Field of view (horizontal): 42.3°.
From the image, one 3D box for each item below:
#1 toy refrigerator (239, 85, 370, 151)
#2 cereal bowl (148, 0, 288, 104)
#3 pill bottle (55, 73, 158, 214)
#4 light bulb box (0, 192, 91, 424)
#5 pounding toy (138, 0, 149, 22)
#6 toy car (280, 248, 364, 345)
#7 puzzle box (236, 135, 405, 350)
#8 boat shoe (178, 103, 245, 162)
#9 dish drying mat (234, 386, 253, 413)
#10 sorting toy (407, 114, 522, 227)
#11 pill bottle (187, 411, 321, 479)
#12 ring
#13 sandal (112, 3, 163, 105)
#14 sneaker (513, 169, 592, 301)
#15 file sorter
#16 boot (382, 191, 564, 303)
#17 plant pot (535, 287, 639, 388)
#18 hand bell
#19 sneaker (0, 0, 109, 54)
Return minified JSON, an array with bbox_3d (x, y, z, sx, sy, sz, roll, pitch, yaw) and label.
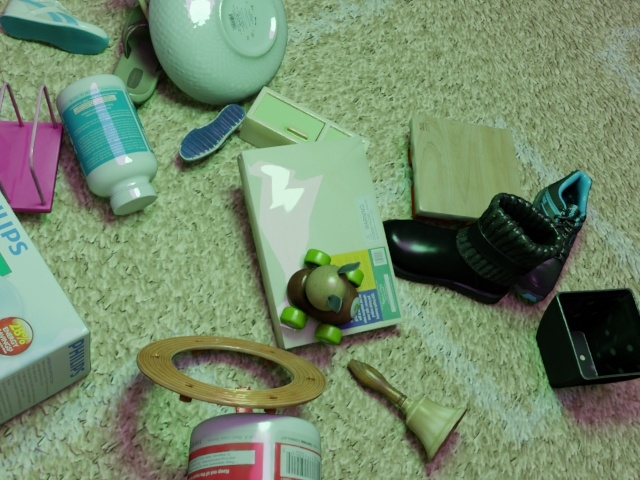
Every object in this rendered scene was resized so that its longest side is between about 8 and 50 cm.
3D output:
[{"bbox_3d":[-0.034,-0.227,1.840,0.269,0.094,0.102,28,58,-2],"label":"toy refrigerator"},{"bbox_3d":[-0.195,-0.470,1.794,0.339,0.141,0.339,-3,94,-44],"label":"cereal bowl"},{"bbox_3d":[-0.418,-0.188,1.657,0.146,0.146,0.264,-19,80,-25],"label":"pill bottle"},{"bbox_3d":[-0.630,0.138,1.383,0.361,0.225,0.358,-30,74,-27],"label":"light bulb box"},{"bbox_3d":[-0.367,-0.543,1.855,0.154,0.269,0.155,27,93,42],"label":"pounding toy"},{"bbox_3d":[0.027,0.097,1.548,0.149,0.188,0.155,26,71,-13],"label":"toy car"},{"bbox_3d":[0.000,0.000,1.690,0.272,0.052,0.409,-9,82,-22],"label":"puzzle box"},{"bbox_3d":[-0.233,-0.219,1.789,0.066,0.066,0.183,44,62,8],"label":"boat shoe"},{"bbox_3d":[-0.144,0.318,1.563,0.032,0.008,0.083,1,62,-18],"label":"dish drying mat"},{"bbox_3d":[0.324,-0.144,1.909,0.255,0.089,0.257,7,61,-14],"label":"sorting toy"},{"bbox_3d":[-0.111,0.506,1.344,0.229,0.229,0.408,7,61,-13],"label":"pill bottle"},{"bbox_3d":[-0.156,0.235,1.460,0.336,0.336,0.032,9,100,-13],"label":"ring"},{"bbox_3d":[-0.388,-0.425,1.833,0.120,0.086,0.303,12,51,-12],"label":"sandal"},{"bbox_3d":[0.521,-0.020,1.874,0.125,0.140,0.341,27,60,-5],"label":"sneaker"},{"bbox_3d":[-0.656,-0.187,1.551,0.290,0.182,0.202,2,62,-7],"label":"file sorter"},{"bbox_3d":[0.299,-0.006,1.726,0.347,0.260,0.131,17,59,-7],"label":"boot"},{"bbox_3d":[0.561,0.221,1.741,0.187,0.167,0.188,-2,64,-19],"label":"plant pot"},{"bbox_3d":[0.152,0.311,1.622,0.242,0.126,0.126,34,57,17],"label":"hand bell"},{"bbox_3d":[-0.575,-0.480,1.814,0.228,0.087,0.092,15,57,-11],"label":"sneaker"}]
